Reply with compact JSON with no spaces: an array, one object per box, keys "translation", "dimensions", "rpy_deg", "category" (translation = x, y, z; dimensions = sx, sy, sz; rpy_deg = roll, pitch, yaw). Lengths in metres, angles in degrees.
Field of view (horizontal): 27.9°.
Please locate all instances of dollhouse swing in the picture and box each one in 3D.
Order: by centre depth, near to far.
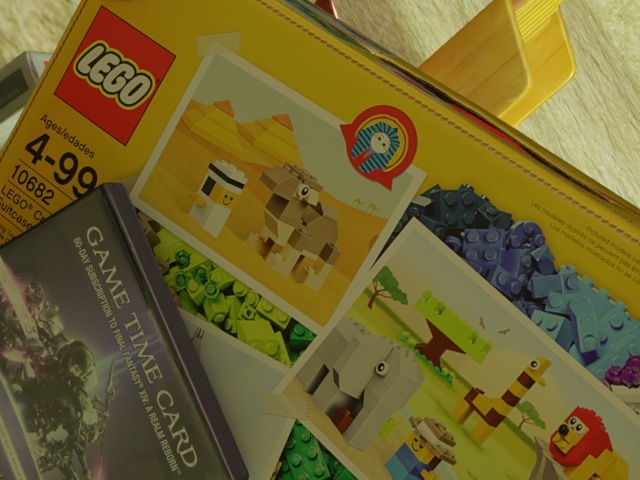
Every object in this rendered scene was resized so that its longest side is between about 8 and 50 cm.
[{"translation":[0.274,-0.129,1.741],"dimensions":[0.305,0.315,0.347],"rpy_deg":[52,22,6],"category":"dollhouse swing"}]

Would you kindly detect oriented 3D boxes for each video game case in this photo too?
[{"translation":[-0.194,0.111,0.812],"dimensions":[0.026,0.274,0.196],"rpy_deg":[-6,70,-65],"category":"video game case"}]

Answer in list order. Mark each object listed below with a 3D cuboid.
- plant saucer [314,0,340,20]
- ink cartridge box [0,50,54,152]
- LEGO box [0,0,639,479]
[{"translation":[0.040,-0.126,1.513],"dimensions":[0.259,0.048,0.258],"rpy_deg":[-102,172,-49],"category":"plant saucer"},{"translation":[-0.228,-0.108,1.084],"dimensions":[0.179,0.145,0.045],"rpy_deg":[-16,79,-61],"category":"ink cartridge box"},{"translation":[0.015,0.081,0.844],"dimensions":[0.500,0.372,0.193],"rpy_deg":[35,12,20],"category":"LEGO box"}]
